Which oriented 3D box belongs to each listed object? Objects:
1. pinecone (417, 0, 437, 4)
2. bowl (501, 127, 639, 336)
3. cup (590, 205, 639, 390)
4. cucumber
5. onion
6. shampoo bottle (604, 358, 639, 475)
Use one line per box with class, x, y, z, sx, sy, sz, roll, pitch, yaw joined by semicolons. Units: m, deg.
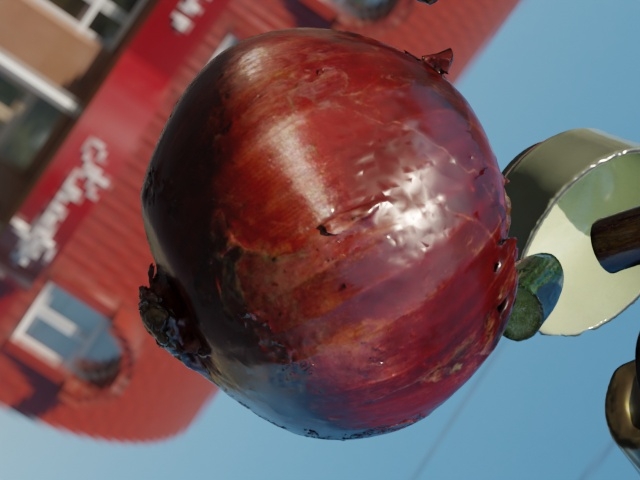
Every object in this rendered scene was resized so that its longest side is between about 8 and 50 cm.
pinecone;0.092;-0.273;1.556;0.163;0.163;0.165;-41;-162;53
bowl;0.238;-0.023;1.784;0.211;0.211;0.112;-54;-132;11
cup;0.305;0.063;1.268;0.177;0.239;0.166;-45;-141;42
cucumber;0.161;0.038;1.429;0.048;0.048;0.105;-50;176;28
onion;0.000;0.000;1.208;0.276;0.276;0.276;-53;-169;15
shampoo bottle;0.369;0.245;1.668;0.084;0.350;0.125;-24;-144;24
